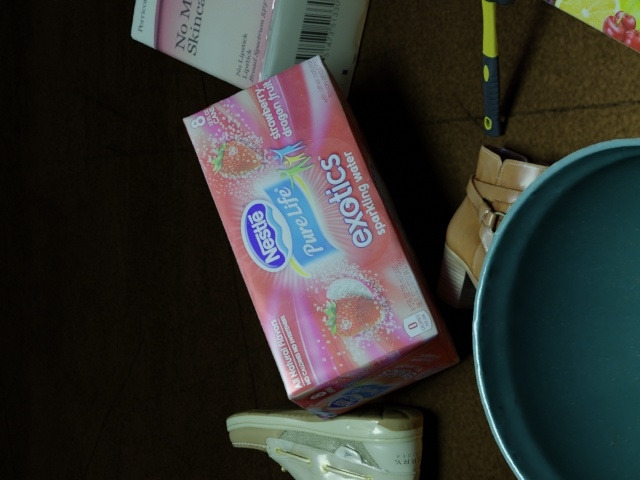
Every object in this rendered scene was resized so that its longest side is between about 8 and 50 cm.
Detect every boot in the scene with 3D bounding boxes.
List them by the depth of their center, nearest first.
[{"bbox_3d":[0.186,0.008,1.205,0.197,0.073,0.152,27,108,41],"label":"boot"},{"bbox_3d":[0.005,0.269,1.405,0.262,0.095,0.203,-4,91,44],"label":"boot"}]

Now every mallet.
[{"bbox_3d":[0.155,-0.166,1.199,0.062,0.039,0.190,31,144,44],"label":"mallet"}]

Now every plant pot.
[{"bbox_3d":[0.285,0.073,1.004,0.293,0.196,0.293,3,94,48],"label":"plant pot"}]

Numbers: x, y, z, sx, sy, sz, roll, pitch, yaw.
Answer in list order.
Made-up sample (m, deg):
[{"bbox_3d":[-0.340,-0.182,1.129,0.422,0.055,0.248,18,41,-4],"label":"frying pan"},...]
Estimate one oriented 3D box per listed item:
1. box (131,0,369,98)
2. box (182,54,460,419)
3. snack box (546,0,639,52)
[{"bbox_3d":[-0.075,-0.248,1.430,0.232,0.127,0.149,28,113,43],"label":"box"},{"bbox_3d":[0.000,0.000,1.310,0.154,0.142,0.300,-24,70,7],"label":"box"},{"bbox_3d":[0.252,-0.261,1.113,0.207,0.070,0.174,40,121,38],"label":"snack box"}]
